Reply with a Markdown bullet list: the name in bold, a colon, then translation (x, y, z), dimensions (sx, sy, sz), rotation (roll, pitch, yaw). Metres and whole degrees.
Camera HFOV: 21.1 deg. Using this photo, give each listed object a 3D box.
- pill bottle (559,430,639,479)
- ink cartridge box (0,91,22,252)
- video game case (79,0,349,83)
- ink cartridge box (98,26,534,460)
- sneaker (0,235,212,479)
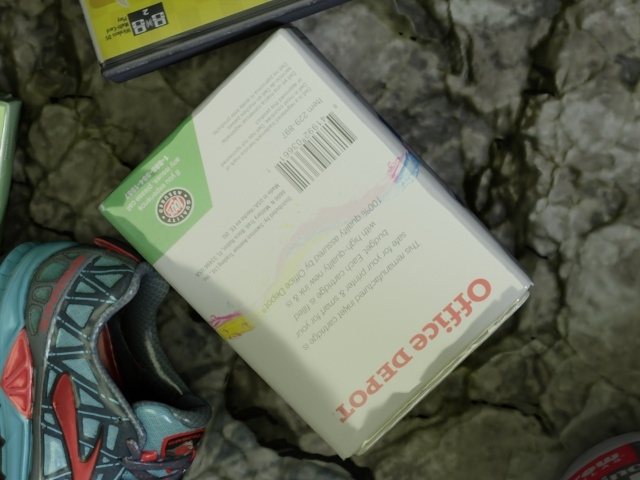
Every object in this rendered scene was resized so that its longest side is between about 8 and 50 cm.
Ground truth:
- **pill bottle**: translation (0.201, 0.204, 0.930), dimensions (0.176, 0.318, 0.176), rotation (0, 98, 2)
- **ink cartridge box**: translation (-0.312, -0.024, 1.056), dimensions (0.235, 0.056, 0.171), rotation (10, 99, -1)
- **video game case**: translation (-0.034, -0.252, 0.994), dimensions (0.275, 0.035, 0.248), rotation (-19, 85, 7)
- **ink cartridge box**: translation (0.000, 0.000, 1.025), dimensions (0.154, 0.093, 0.212), rotation (-44, 92, 8)
- **sneaker**: translation (-0.125, 0.128, 1.024), dimensions (0.125, 0.104, 0.262), rotation (-5, 98, 26)
